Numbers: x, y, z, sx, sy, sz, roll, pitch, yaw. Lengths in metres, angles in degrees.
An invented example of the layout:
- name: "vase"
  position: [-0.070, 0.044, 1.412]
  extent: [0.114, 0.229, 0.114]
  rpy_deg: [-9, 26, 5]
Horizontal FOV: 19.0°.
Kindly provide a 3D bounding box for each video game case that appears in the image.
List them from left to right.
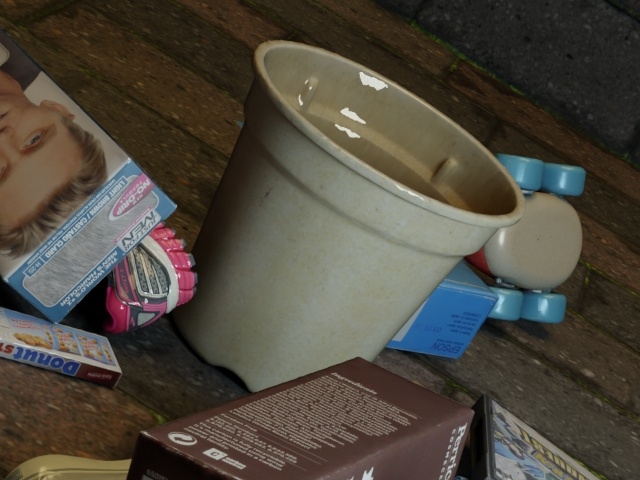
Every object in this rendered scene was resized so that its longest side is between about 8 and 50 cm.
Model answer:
- name: "video game case"
  position: [0.279, 0.300, 2.089]
  extent: [0.275, 0.035, 0.248]
  rpy_deg: [37, 15, -7]

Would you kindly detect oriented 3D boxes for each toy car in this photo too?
- name: "toy car"
  position: [0.220, -0.013, 2.655]
  extent: [0.238, 0.219, 0.210]
  rpy_deg: [11, 3, 39]

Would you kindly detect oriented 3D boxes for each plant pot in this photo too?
- name: "plant pot"
  position: [0.000, 0.000, 2.071]
  extent: [0.333, 0.305, 0.334]
  rpy_deg: [28, 20, -11]

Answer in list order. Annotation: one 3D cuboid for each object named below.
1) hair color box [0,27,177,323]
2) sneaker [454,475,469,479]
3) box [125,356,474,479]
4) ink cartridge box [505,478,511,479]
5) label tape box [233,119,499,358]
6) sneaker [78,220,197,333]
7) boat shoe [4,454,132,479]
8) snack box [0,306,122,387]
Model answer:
- name: "hair color box"
  position: [-0.319, -0.090, 1.953]
  extent: [0.347, 0.174, 0.105]
  rpy_deg: [42, -5, 37]
- name: "sneaker"
  position: [0.138, 0.273, 2.003]
  extent: [0.144, 0.053, 0.059]
  rpy_deg: [35, 19, -15]
- name: "box"
  position: [-0.024, 0.235, 1.624]
  extent: [0.143, 0.191, 0.381]
  rpy_deg: [22, 16, 22]
- name: "ink cartridge box"
  position: [0.129, 0.366, 1.463]
  extent: [0.226, 0.131, 0.306]
  rpy_deg: [36, 55, 17]
- name: "label tape box"
  position: [0.032, 0.000, 2.408]
  extent: [0.240, 0.106, 0.334]
  rpy_deg: [12, 27, -44]
- name: "sneaker"
  position: [-0.269, -0.015, 2.011]
  extent: [0.299, 0.121, 0.112]
  rpy_deg: [33, 48, 26]
- name: "boat shoe"
  position: [-0.164, 0.235, 1.636]
  extent: [0.227, 0.079, 0.081]
  rpy_deg: [7, 40, -40]
- name: "snack box"
  position: [-0.280, 0.097, 1.854]
  extent: [0.178, 0.022, 0.064]
  rpy_deg: [19, 22, -31]
